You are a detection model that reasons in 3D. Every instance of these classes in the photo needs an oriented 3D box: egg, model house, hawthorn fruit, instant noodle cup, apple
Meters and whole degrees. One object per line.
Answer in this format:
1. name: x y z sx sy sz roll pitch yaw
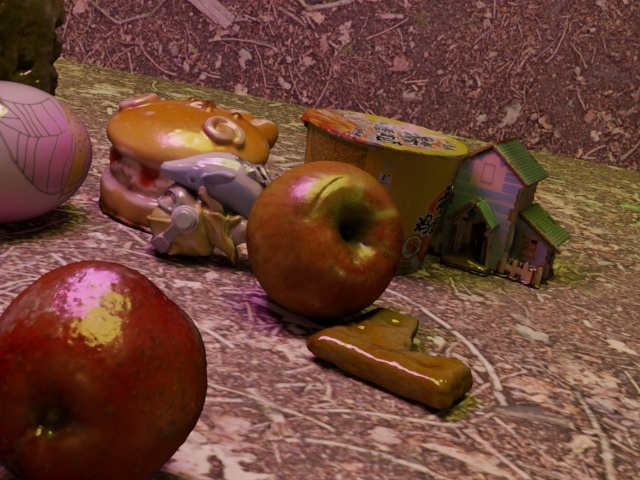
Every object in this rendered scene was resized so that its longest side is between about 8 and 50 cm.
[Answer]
1. egg: -0.416 -0.117 1.273 0.196 0.196 0.271 22 13 33
2. model house: 0.276 -0.063 1.537 0.271 0.207 0.178 20 17 27
3. hawthorn fruit: -0.174 0.107 0.707 0.172 0.173 0.173 10 15 -3
4. instant noodle cup: 0.083 -0.075 1.453 0.264 0.200 0.264 11 16 -3
5. apple: 0.000 0.000 1.155 0.195 0.196 0.196 10 15 -3

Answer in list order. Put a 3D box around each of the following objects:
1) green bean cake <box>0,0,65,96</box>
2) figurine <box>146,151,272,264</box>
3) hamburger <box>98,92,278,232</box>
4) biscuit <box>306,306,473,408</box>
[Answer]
1. green bean cake: -0.549 -0.254 1.396 0.319 0.335 0.218 -4 20 -32
2. figurine: -0.138 -0.031 1.286 0.208 0.184 0.128 47 5 -8
3. hamburger: -0.189 -0.125 1.477 0.302 0.187 0.261 -2 21 -46
4. biscuit: 0.096 0.127 1.055 0.183 0.039 0.174 21 16 31
